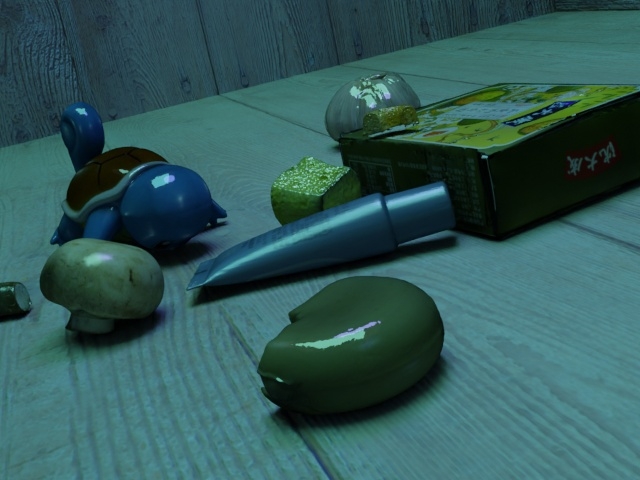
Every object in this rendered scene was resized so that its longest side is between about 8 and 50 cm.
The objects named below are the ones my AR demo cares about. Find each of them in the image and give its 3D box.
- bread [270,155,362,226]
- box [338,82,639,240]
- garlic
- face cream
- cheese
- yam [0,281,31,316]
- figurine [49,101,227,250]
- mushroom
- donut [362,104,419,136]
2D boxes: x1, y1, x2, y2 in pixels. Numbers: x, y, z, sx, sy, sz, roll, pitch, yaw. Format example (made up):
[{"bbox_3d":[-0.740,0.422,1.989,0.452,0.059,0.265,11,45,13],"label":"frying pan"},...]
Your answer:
[{"bbox_3d":[-0.006,-0.066,1.457,0.114,0.111,0.129,9,44,40],"label":"bread"},{"bbox_3d":[0.289,-0.150,1.476,0.372,0.138,0.420,-20,18,-24],"label":"box"},{"bbox_3d":[0.117,-0.297,2.047,0.227,0.152,0.228,-15,20,6],"label":"garlic"},{"bbox_3d":[0.000,0.000,1.297,0.385,0.086,0.135,-16,14,5],"label":"face cream"},{"bbox_3d":[0.026,0.105,0.918,0.175,0.091,0.202,2,21,42],"label":"cheese"},{"bbox_3d":[-0.567,0.102,1.389,0.252,0.061,0.061,-9,17,7],"label":"yam"},{"bbox_3d":[-0.333,-0.076,1.607,0.297,0.243,0.416,-14,35,-39],"label":"figurine"},{"bbox_3d":[-0.292,0.063,1.226,0.166,0.127,0.166,9,7,-1],"label":"mushroom"},{"bbox_3d":[0.112,-0.195,1.457,0.083,0.038,0.067,-1,19,43],"label":"donut"}]
